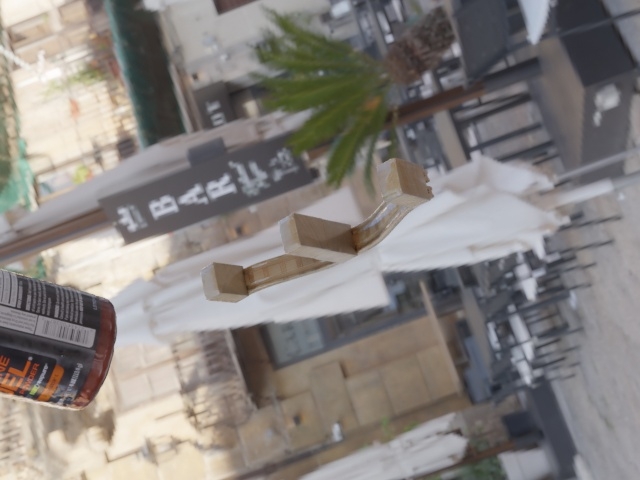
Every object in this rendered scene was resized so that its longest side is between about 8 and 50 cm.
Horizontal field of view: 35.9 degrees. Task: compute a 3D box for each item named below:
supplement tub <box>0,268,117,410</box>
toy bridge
[{"bbox_3d":[-0.280,0.075,0.829,0.197,0.106,0.106,18,-146,-27],"label":"supplement tub"},{"bbox_3d":[0.000,0.000,0.659,0.063,0.188,0.026,9,-120,-47],"label":"toy bridge"}]
